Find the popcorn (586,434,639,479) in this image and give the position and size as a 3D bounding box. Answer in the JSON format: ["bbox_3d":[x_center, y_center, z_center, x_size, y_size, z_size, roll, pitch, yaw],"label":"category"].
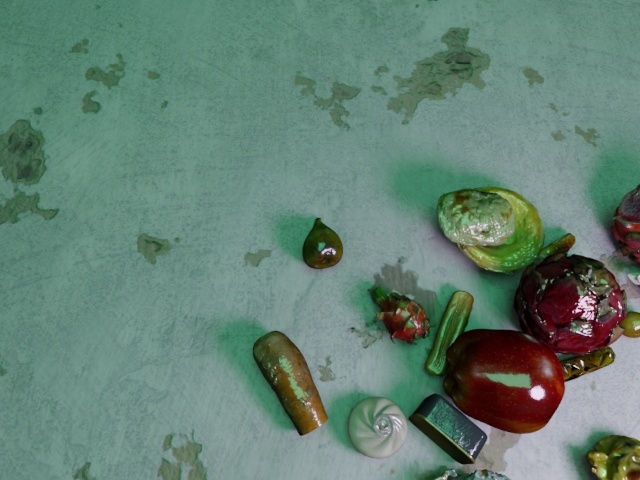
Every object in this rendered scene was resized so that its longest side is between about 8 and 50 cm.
[{"bbox_3d":[0.854,0.653,1.565,0.189,0.218,0.170,-15,115,8],"label":"popcorn"}]

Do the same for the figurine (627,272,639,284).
[{"bbox_3d":[1.096,0.165,1.777,0.235,0.127,0.155,0,105,-7],"label":"figurine"}]

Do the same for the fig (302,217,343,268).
[{"bbox_3d":[-0.003,-0.003,1.789,0.132,0.126,0.185,-17,74,5],"label":"fig"}]

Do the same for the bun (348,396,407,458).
[{"bbox_3d":[0.165,0.532,1.598,0.172,0.120,0.173,1,67,-3],"label":"bun"}]

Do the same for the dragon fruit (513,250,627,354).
[{"bbox_3d":[0.732,0.188,1.657,0.328,0.329,0.330,1,69,-2],"label":"dragon fruit"}]

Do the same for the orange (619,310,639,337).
[{"bbox_3d":[0.981,0.264,1.758,0.095,0.085,0.085,3,69,6],"label":"orange"}]

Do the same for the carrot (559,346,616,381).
[{"bbox_3d":[0.799,0.381,1.715,0.228,0.069,0.069,-16,71,-10],"label":"carrot"}]

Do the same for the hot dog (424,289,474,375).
[{"bbox_3d":[0.398,0.287,1.731,0.087,0.061,0.286,28,72,11],"label":"hot dog"}]

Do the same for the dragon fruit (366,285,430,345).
[{"bbox_3d":[0.232,0.222,1.709,0.236,0.137,0.135,41,102,13],"label":"dragon fruit"}]

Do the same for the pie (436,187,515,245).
[{"bbox_3d":[0.481,-0.083,1.737,0.247,0.090,0.201,1,64,-5],"label":"pie"}]

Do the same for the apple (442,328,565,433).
[{"bbox_3d":[0.517,0.387,1.582,0.316,0.288,0.288,10,69,2],"label":"apple"}]

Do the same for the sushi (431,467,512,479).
[{"bbox_3d":[0.404,0.811,1.477,0.417,0.176,0.418,-2,69,5],"label":"sushi"}]

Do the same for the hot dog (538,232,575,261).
[{"bbox_3d":[0.772,0.030,1.809,0.215,0.066,0.047,-18,43,-42],"label":"hot dog"}]

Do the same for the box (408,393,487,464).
[{"bbox_3d":[0.365,0.535,1.594,0.201,0.144,0.090,38,68,12],"label":"box"}]

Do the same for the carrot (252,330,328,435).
[{"bbox_3d":[-0.086,0.406,1.631,0.138,0.139,0.302,-31,80,-13],"label":"carrot"}]

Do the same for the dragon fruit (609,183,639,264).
[{"bbox_3d":[1.098,-0.040,1.792,0.291,0.250,0.269,37,85,-23],"label":"dragon fruit"}]

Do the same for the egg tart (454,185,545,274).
[{"bbox_3d":[0.570,-0.030,1.829,0.314,0.120,0.315,1,67,-3],"label":"egg tart"}]
